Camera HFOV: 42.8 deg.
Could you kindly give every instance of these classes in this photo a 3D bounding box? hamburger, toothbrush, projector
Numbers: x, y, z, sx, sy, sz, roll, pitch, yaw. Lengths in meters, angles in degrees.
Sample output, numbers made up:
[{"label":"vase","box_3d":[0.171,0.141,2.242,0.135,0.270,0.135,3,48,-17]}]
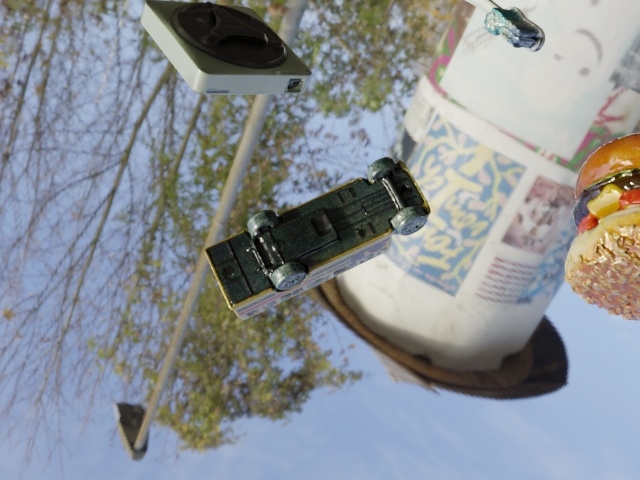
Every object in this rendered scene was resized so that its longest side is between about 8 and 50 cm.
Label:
[{"label":"hamburger","box_3d":[0.559,-0.008,1.306,0.330,0.330,0.250,20,-111,-9]},{"label":"toothbrush","box_3d":[0.115,-0.315,0.926,0.040,0.042,0.418,-1,-142,-32]},{"label":"projector","box_3d":[-0.180,-0.381,1.580,0.257,0.079,0.259,-9,-133,-39]}]

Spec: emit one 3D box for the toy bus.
[{"label":"toy bus","box_3d":[0.000,0.000,1.256,0.335,0.123,0.121,-25,-114,-6]}]
